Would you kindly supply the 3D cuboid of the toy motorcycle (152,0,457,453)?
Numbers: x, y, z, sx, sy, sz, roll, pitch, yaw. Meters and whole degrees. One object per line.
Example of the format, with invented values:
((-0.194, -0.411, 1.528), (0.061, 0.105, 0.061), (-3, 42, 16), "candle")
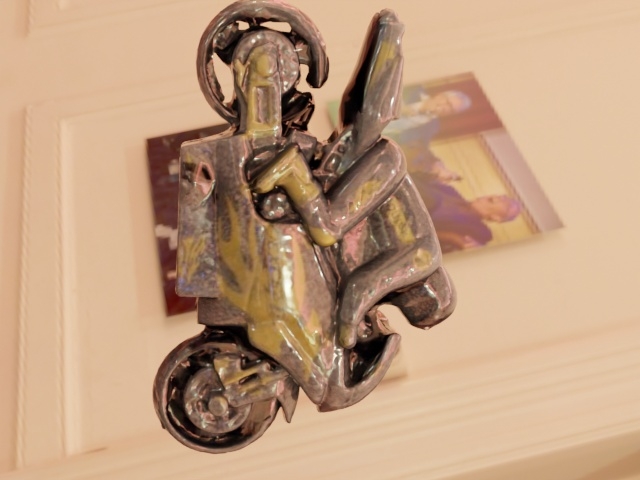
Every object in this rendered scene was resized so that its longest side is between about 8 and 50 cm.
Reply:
((0.000, 0.000, 0.351), (0.061, 0.124, 0.193), (-130, -132, -78), "toy motorcycle")
